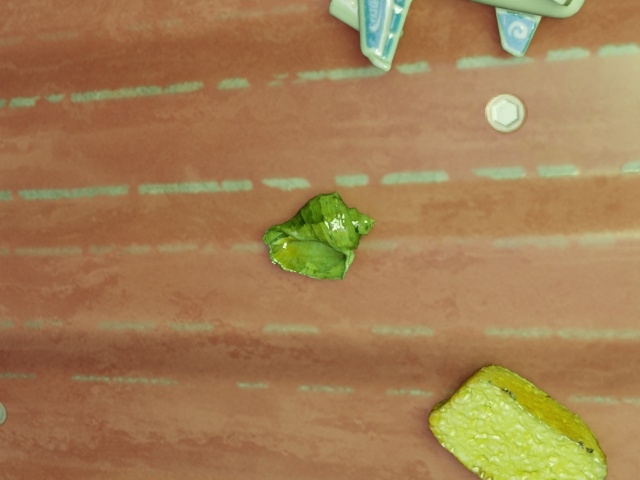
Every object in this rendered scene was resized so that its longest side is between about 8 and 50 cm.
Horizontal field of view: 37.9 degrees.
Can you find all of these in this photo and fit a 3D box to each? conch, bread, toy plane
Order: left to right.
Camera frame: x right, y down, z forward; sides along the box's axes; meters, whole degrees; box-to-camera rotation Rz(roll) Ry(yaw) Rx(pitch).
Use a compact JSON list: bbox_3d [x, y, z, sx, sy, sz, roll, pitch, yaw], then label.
[{"bbox_3d":[0.000,0.000,0.930,0.121,0.074,0.089,-15,87,19],"label":"conch"},{"bbox_3d":[0.110,-0.269,0.798,0.266,0.122,0.267,5,103,22],"label":"toy plane"},{"bbox_3d":[0.200,0.201,0.912,0.187,0.065,0.103,34,111,12],"label":"bread"}]
